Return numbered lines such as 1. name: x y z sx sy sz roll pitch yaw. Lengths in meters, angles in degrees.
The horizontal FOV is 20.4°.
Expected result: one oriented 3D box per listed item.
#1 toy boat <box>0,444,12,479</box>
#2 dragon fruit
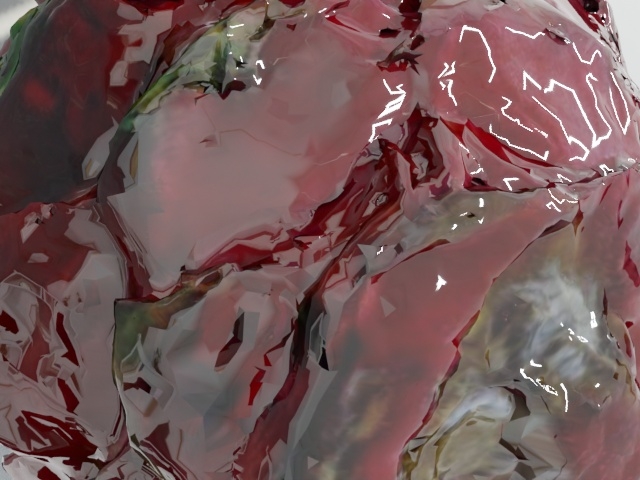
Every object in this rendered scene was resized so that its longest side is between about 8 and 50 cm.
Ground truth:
1. toy boat: -0.401 0.236 1.455 0.318 0.219 0.072 -52 163 -16
2. dragon fruit: -0.002 0.000 0.731 0.329 0.329 0.329 -57 164 -26
